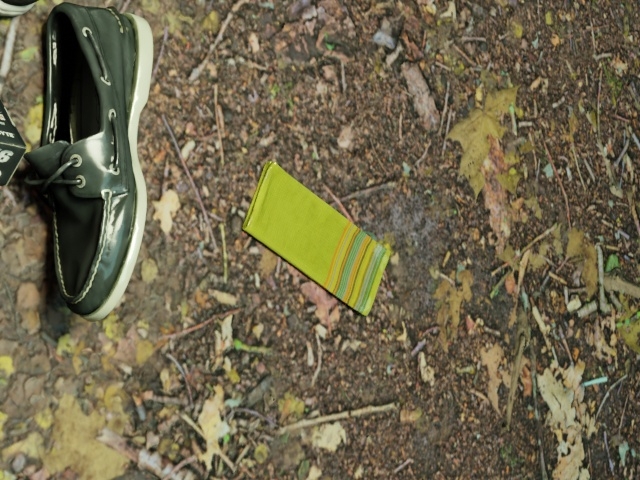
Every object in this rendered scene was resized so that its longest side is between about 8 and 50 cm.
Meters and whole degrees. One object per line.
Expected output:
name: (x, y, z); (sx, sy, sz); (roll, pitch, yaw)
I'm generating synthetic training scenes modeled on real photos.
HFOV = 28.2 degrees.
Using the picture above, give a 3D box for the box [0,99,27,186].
box: (-0.391, -0.136, 1.133); (0.220, 0.051, 0.175); (10, 34, -45)

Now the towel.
towel: (0.000, 0.000, 1.620); (0.237, 0.021, 0.102); (37, 59, -37)

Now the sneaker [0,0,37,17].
sneaker: (-0.310, -0.368, 1.282); (0.100, 0.108, 0.272); (-12, 93, -44)

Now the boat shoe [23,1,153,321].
boat shoe: (-0.247, -0.091, 1.298); (0.113, 0.127, 0.340); (19, 70, -42)
